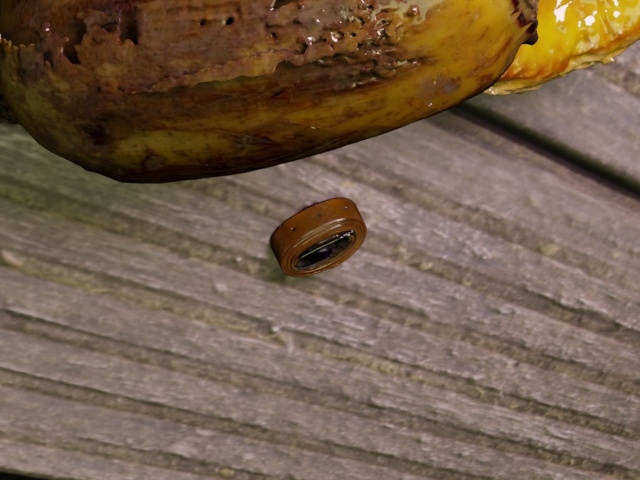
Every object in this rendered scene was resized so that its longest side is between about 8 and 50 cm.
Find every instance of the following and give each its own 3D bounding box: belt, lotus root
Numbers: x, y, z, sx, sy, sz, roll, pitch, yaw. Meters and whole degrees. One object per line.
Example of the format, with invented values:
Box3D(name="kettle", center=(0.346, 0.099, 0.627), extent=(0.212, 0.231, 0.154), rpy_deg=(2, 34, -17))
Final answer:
Box3D(name="belt", center=(0.000, 0.000, 1.096), extent=(0.083, 0.036, 0.059), rpy_deg=(-28, 138, 2))
Box3D(name="lotus root", center=(-0.054, -0.137, 0.776), extent=(0.397, 0.196, 0.179), rpy_deg=(-8, 139, 25))

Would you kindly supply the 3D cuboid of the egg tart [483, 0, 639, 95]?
Box3D(name="egg tart", center=(0.153, -0.239, 0.891), extent=(0.294, 0.116, 0.295), rpy_deg=(-13, 132, -15))
